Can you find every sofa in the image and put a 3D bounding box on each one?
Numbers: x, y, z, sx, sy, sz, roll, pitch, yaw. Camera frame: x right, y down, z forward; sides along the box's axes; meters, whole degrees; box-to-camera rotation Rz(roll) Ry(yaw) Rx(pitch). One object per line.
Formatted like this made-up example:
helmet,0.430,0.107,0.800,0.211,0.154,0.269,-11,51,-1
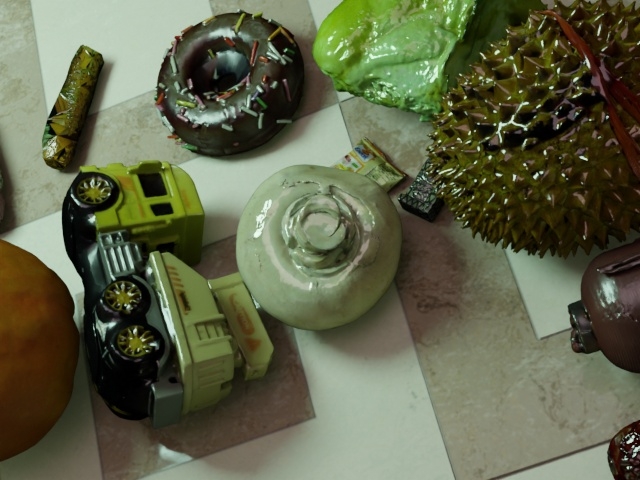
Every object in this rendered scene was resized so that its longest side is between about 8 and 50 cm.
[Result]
sofa,0.171,-0.091,1.765,0.060,0.039,0.118,27,76,28

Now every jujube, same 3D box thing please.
jujube,0.443,0.266,1.466,0.166,0.104,0.104,-10,62,9

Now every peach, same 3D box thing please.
peach,-0.526,0.161,1.698,0.343,0.302,0.342,-10,77,53

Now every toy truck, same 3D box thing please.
toy truck,-0.235,0.069,1.728,0.254,0.180,0.405,-10,55,-20

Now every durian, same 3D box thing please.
durian,0.325,-0.149,1.581,0.347,0.348,0.384,54,124,31
durian,0.156,-0.312,1.774,0.340,0.204,0.255,15,57,20

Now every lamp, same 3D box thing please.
lamp,0.439,0.072,1.512,0.258,0.180,0.180,-19,60,7

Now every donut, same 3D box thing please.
donut,-0.152,-0.262,1.923,0.270,0.103,0.269,-7,65,16

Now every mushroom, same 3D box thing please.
mushroom,0.000,0.000,1.674,0.246,0.202,0.246,1,72,-3

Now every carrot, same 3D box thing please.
carrot,-0.425,-0.229,2.021,0.069,0.069,0.228,4,64,20

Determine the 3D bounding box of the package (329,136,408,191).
package,0.058,-0.094,1.809,0.121,0.031,0.108,-40,59,-5

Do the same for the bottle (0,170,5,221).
bottle,-0.601,-0.116,1.997,0.110,0.110,0.233,-27,59,4
